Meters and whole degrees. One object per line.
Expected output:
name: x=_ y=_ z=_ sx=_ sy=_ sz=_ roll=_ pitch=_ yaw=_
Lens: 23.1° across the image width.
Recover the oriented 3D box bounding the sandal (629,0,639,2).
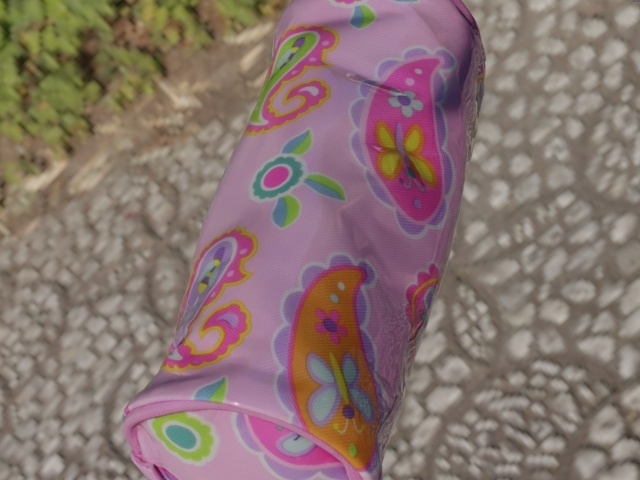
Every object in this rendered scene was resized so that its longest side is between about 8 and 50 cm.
sandal: x=0.303 y=-0.148 z=0.639 sx=0.416 sy=0.102 sz=0.169 roll=-19 pitch=-14 yaw=-29

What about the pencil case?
pencil case: x=0.000 y=0.000 z=0.741 sx=0.124 sy=0.124 sz=0.284 roll=-15 pitch=43 yaw=35
